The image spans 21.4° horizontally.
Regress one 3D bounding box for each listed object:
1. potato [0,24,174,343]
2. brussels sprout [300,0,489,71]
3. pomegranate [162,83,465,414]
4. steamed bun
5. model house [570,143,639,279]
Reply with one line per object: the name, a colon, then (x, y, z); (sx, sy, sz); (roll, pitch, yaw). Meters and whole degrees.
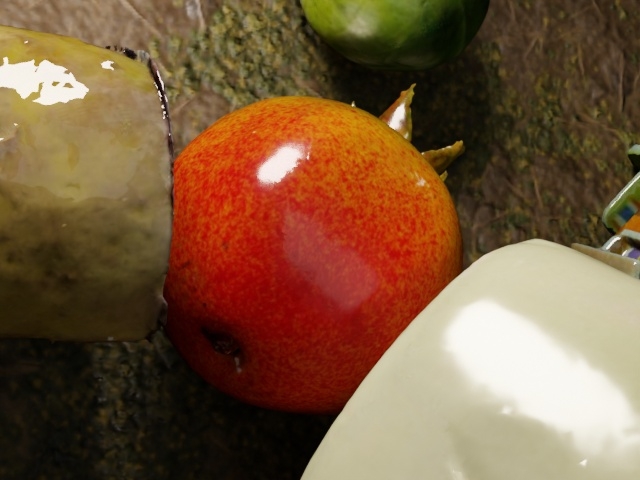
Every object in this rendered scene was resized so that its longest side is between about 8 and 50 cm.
potato: (-0.247, -0.038, 1.077); (0.266, 0.229, 0.229); (-4, 87, -19)
brussels sprout: (0.049, -0.190, 1.254); (0.155, 0.117, 0.155); (2, 52, -2)
pomegranate: (0.000, 0.000, 1.173); (0.257, 0.221, 0.221); (-43, 103, -28)
steamed bun: (0.140, 0.254, 1.052); (0.290, 0.371, 0.456); (-15, 127, -55)
model house: (0.300, 0.152, 1.315); (0.313, 0.242, 0.358); (-46, 106, -3)
